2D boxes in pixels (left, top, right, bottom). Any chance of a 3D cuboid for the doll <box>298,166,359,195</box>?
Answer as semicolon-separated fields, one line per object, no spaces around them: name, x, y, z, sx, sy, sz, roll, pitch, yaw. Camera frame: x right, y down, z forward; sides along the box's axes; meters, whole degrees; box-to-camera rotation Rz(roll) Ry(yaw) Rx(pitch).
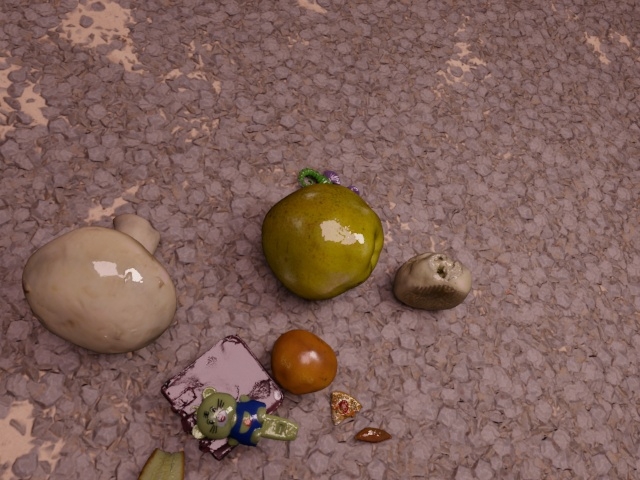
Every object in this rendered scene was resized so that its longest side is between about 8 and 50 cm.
doll;0.023;-0.139;1.489;0.190;0.050;0.115;39;56;8

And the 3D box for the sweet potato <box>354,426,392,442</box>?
sweet potato;0.122;0.449;1.247;0.095;0.034;0.034;8;64;-20

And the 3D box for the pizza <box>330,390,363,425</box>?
pizza;0.055;0.395;1.260;0.083;0.025;0.078;25;60;-2

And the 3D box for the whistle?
whistle;-0.156;0.373;1.109;0.228;0.085;0.105;16;74;-7

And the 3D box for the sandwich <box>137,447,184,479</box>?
sandwich;-0.335;0.545;1.065;0.094;0.096;0.257;15;65;-12

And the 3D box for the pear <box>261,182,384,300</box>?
pear;0.000;0.000;1.300;0.295;0.294;0.294;5;65;-11

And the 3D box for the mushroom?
mushroom;-0.451;0.066;1.179;0.315;0.314;0.336;15;42;-6

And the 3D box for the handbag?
handbag;-0.216;0.344;1.195;0.216;0.074;0.203;-39;79;-23

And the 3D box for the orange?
orange;-0.040;0.279;1.222;0.159;0.159;0.136;37;88;5

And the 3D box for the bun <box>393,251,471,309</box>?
bun;0.284;0.092;1.360;0.179;0.193;0.127;16;63;-10
